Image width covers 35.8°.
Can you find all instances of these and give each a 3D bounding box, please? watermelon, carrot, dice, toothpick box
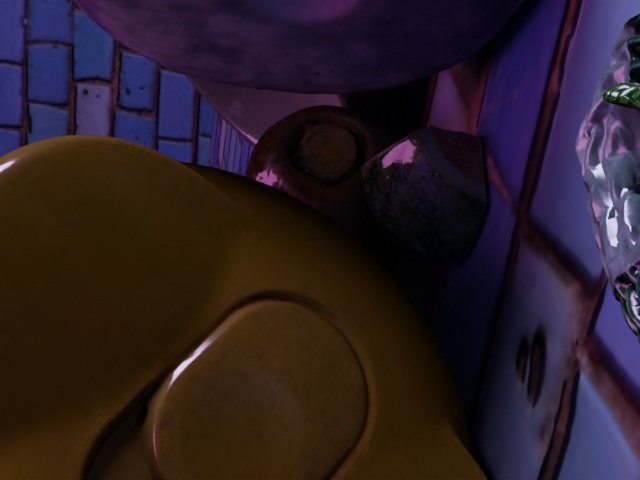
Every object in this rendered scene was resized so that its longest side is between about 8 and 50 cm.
[{"bbox_3d":[0.079,-0.032,0.660,0.092,0.072,0.084,57,158,-8],"label":"watermelon"},{"bbox_3d":[0.000,0.000,0.825,0.302,0.138,0.139,91,180,-72],"label":"carrot"},{"bbox_3d":[-0.007,-0.264,0.593,0.270,0.270,0.271,125,148,-66],"label":"dice"},{"bbox_3d":[-0.119,0.159,0.602,0.425,0.408,0.409,139,135,-57],"label":"toothpick box"}]

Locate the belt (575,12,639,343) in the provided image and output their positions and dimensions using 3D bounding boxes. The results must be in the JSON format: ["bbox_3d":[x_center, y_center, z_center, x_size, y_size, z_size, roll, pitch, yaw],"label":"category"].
[{"bbox_3d":[0.130,-0.019,0.319,0.151,0.079,0.121,-103,20,-57],"label":"belt"}]

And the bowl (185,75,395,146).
[{"bbox_3d":[-0.027,-0.207,0.866,0.289,0.146,0.289,41,160,18],"label":"bowl"}]
